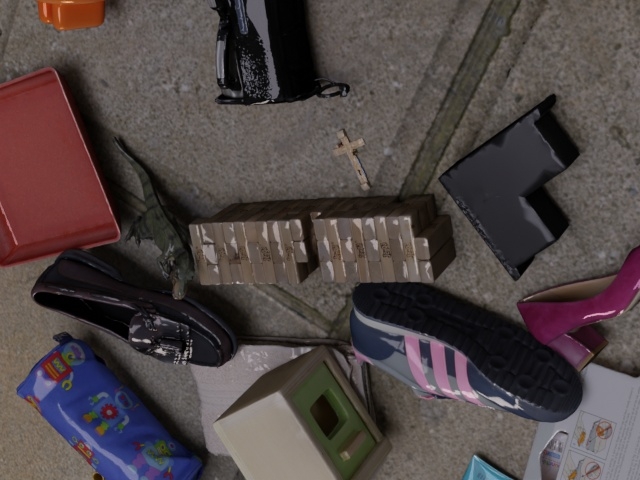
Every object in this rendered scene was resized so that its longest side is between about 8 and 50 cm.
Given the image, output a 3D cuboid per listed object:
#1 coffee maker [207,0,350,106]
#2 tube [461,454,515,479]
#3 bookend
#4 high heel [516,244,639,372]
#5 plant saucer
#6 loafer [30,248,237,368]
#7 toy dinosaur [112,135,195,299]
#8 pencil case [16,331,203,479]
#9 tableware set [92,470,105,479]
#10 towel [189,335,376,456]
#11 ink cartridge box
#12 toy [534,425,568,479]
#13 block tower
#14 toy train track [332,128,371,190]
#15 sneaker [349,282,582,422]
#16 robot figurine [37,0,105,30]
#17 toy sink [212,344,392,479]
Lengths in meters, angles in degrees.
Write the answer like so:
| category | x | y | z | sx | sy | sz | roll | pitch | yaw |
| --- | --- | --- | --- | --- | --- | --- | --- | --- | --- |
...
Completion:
| category | x | y | z | sx | sy | sz | roll | pitch | yaw |
| --- | --- | --- | --- | --- | --- | --- | --- | --- | --- |
| coffee maker | -0.057 | -0.266 | 1.652 | 0.171 | 0.120 | 0.178 | -6 | 109 | 5 |
| tube | 0.193 | 0.386 | 1.808 | 0.080 | 0.052 | 0.207 | 31 | 114 | 3 |
| bookend | 0.252 | -0.063 | 1.583 | 0.157 | 0.072 | 0.156 | -37 | 91 | 32 |
| high heel | 0.326 | 0.044 | 1.575 | 0.117 | 0.082 | 0.244 | 44 | 138 | 17 |
| plant saucer | -0.410 | -0.104 | 1.915 | 0.259 | 0.048 | 0.258 | -13 | 103 | 34 |
| loafer | -0.263 | 0.113 | 1.847 | 0.303 | 0.095 | 0.109 | 24 | 130 | 18 |
| toy dinosaur | -0.225 | -0.013 | 1.840 | 0.268 | 0.064 | 0.118 | 59 | 155 | 29 |
| pencil case | -0.305 | 0.275 | 1.971 | 0.306 | 0.133 | 0.119 | 44 | 146 | 5 |
| tableware set | -0.350 | 0.305 | 2.066 | 0.104 | 0.024 | 0.154 | -5 | 107 | 29 |
| towel | -0.056 | 0.226 | 1.869 | 0.282 | 0.049 | 0.187 | -1 | 108 | 28 |
| ink cartridge box | 0.364 | 0.297 | 1.615 | 0.239 | 0.060 | 0.275 | 18 | 93 | 45 |
| toy | 0.331 | 0.359 | 1.718 | 0.137 | 0.056 | 0.237 | 14 | 110 | 26 |
| block tower | 0.000 | 0.000 | 1.727 | 0.336 | 0.097 | 0.090 | -2 | 108 | 26 |
| toy train track | 0.041 | -0.102 | 1.710 | 0.048 | 0.014 | 0.083 | -21 | 99 | 32 |
| sneaker | 0.180 | 0.161 | 1.698 | 0.319 | 0.112 | 0.131 | 27 | 136 | 23 |
| robot figurine | -0.327 | -0.386 | 1.723 | 0.128 | 0.158 | 0.219 | 3 | 113 | 2 |
| toy sink | -0.003 | 0.281 | 1.748 | 0.131 | 0.153 | 0.234 | -29 | 95 | 30 |
